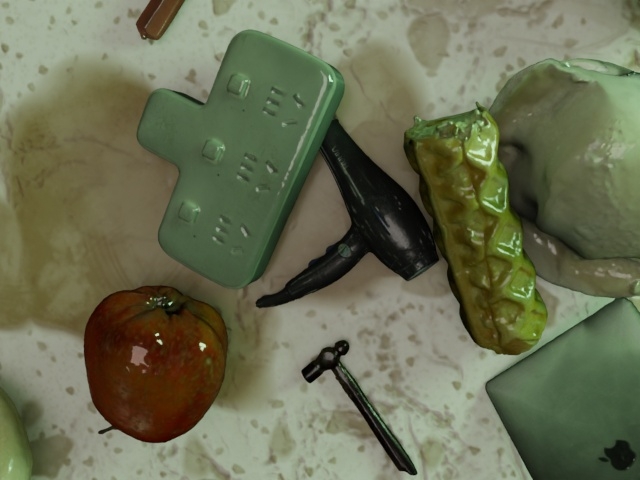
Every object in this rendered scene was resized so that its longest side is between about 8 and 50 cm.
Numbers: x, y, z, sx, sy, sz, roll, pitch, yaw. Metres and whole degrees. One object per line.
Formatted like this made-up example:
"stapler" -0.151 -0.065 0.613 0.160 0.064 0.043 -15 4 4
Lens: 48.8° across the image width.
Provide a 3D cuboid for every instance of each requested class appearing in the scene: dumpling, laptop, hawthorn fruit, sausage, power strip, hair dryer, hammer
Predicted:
"dumpling" 0.275 -0.044 0.703 0.227 0.175 0.243 -51 59 34
"laptop" 0.297 0.212 0.693 0.187 0.015 0.269 -39 55 22
"hawthorn fruit" -0.184 0.155 0.772 0.162 0.163 0.204 16 111 5
"sausage" -0.160 -0.288 0.790 0.030 0.035 0.147 34 99 0
"power strip" -0.107 -0.099 0.769 0.193 0.059 0.265 28 104 14
"hair dryer" 0.000 0.000 0.784 0.219 0.075 0.196 -38 79 15
"hammer" 0.051 0.199 0.807 0.065 0.021 0.178 -36 92 8

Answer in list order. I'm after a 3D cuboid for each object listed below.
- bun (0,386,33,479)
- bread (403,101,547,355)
"bun" -0.443 0.267 0.811 0.229 0.145 0.230 3 62 -6
"bread" 0.161 -0.002 0.713 0.098 0.087 0.270 -7 114 36
